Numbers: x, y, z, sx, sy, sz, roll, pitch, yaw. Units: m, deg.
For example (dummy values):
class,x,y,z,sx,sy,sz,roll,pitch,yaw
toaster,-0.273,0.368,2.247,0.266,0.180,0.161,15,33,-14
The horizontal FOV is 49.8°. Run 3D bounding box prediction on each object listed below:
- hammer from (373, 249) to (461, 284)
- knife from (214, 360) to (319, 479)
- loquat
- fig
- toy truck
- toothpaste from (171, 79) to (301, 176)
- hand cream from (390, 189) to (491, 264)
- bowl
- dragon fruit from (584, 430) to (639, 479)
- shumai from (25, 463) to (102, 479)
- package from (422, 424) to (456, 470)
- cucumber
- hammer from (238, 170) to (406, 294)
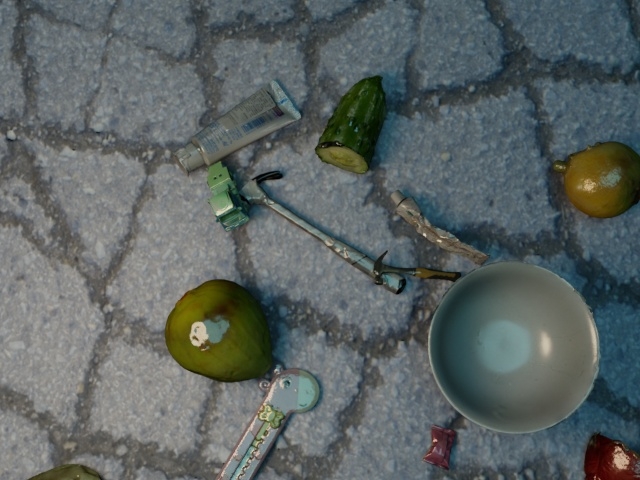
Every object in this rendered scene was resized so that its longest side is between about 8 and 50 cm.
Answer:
class,x,y,z,sx,sy,sz,roll,pitch,yaw
hammer,0.213,0.067,1.514,0.201,0.021,0.078,6,67,-12
knife,-0.144,0.444,1.460,0.132,0.038,0.398,31,82,8
loquat,0.612,-0.138,1.508,0.205,0.149,0.172,24,82,19
fig,-0.205,0.197,1.421,0.207,0.207,0.230,-38,81,-6
toy truck,-0.216,-0.110,1.510,0.067,0.081,0.175,-28,56,7
toothpaste,-0.196,-0.251,1.575,0.299,0.073,0.114,-34,81,-13
hand cream,0.258,-0.026,1.525,0.257,0.084,0.050,39,75,10
bowl,0.385,0.222,1.437,0.346,0.157,0.345,0,79,0
dragon fruit,0.600,0.493,1.409,0.127,0.120,0.161,27,86,10
shumai,-0.533,0.584,1.303,0.310,0.263,0.303,0,73,9
package,0.254,0.438,1.464,0.059,0.029,0.083,19,72,0
cucumber,0.089,-0.278,1.553,0.134,0.134,0.244,22,71,4
hammer,0.000,0.000,1.539,0.427,0.044,0.152,35,81,5
